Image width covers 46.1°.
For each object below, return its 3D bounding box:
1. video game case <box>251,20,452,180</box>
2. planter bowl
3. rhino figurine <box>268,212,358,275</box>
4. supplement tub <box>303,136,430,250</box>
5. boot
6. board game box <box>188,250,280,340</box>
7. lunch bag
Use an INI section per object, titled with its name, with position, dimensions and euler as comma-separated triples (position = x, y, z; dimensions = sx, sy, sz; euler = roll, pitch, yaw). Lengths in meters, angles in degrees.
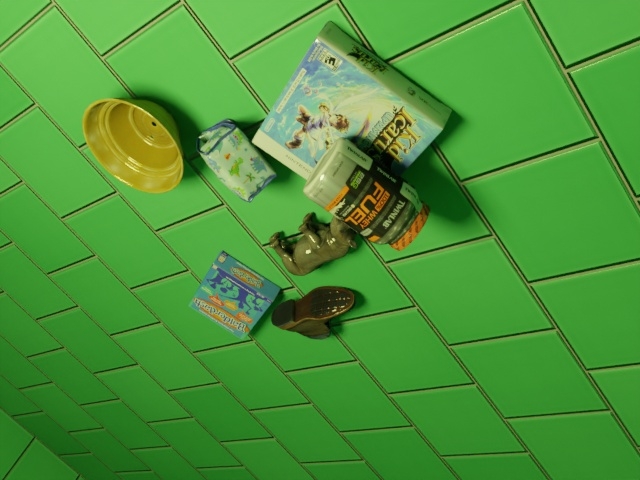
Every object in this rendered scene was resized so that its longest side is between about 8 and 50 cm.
[video game case]
position = 0.044, -0.190, 1.264
dimensions = 0.244, 0.061, 0.269
euler = 34, 139, -7
[planter bowl]
position = -0.339, -0.203, 1.446
dimensions = 0.217, 0.090, 0.217
euler = 15, 138, 14
[rhino figurine]
position = 0.000, 0.000, 1.474
dimensions = 0.243, 0.073, 0.106
euler = -27, 111, 43
[supplement tub]
position = 0.078, -0.072, 1.231
dimensions = 0.190, 0.117, 0.117
euler = 33, 139, -10
[boot]
position = 0.007, 0.161, 1.652
dimensions = 0.219, 0.082, 0.106
euler = -16, 144, 35
[board game box]
position = -0.203, 0.132, 1.741
dimensions = 0.160, 0.047, 0.210
euler = 32, 140, -4
[lunch bag]
position = -0.163, -0.150, 1.394
dimensions = 0.129, 0.096, 0.151
euler = 50, 169, -22
